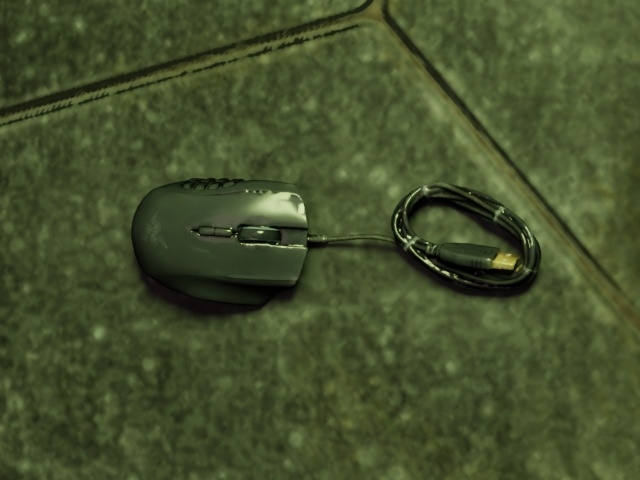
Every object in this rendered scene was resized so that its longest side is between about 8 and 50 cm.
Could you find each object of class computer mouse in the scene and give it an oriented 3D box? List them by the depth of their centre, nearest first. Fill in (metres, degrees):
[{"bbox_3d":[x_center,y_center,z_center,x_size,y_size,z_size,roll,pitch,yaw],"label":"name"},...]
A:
[{"bbox_3d":[0.000,0.000,1.030,0.242,0.041,0.071,0,86,26],"label":"computer mouse"}]
